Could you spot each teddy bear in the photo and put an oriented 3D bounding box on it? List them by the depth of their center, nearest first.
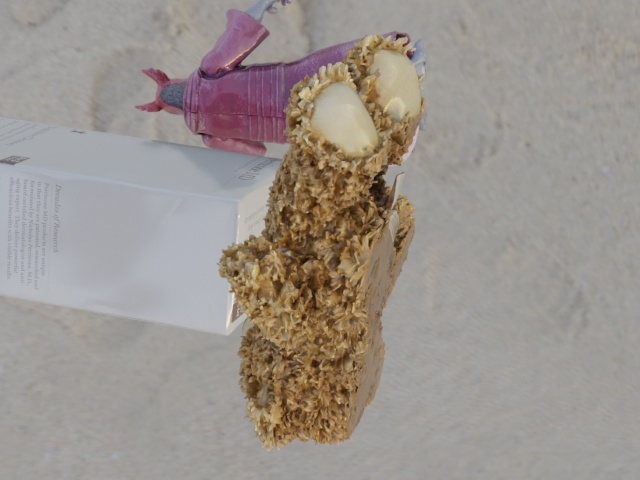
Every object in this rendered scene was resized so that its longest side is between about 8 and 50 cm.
[{"bbox_3d":[0.000,0.000,1.112,0.113,0.338,0.245,17,48,15],"label":"teddy bear"}]

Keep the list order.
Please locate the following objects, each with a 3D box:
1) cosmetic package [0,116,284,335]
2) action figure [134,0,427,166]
[{"bbox_3d":[-0.237,-0.024,1.552,0.385,0.217,0.156,7,107,12],"label":"cosmetic package"},{"bbox_3d":[-0.053,-0.157,1.767,0.370,0.276,0.248,0,122,5],"label":"action figure"}]
